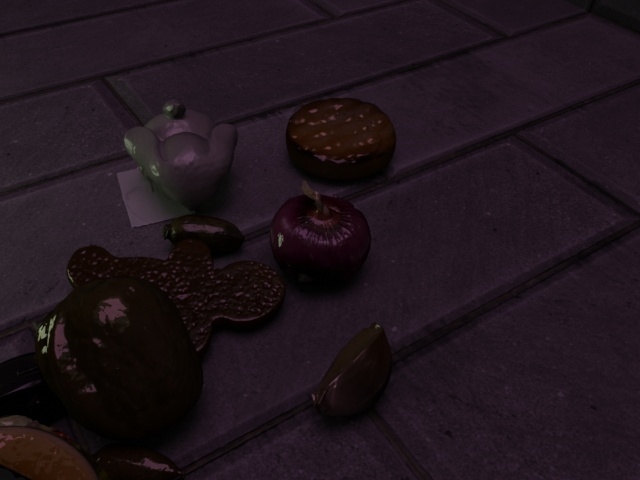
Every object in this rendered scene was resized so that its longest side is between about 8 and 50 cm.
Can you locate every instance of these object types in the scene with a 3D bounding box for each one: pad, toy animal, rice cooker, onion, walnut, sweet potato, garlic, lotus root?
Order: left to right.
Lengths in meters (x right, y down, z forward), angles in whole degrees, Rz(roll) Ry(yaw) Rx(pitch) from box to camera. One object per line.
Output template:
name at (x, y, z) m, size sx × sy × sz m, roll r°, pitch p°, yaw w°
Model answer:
rice cooker at (-0.501, 0.257, 1.059) m, size 0.165 × 0.112 × 0.106 m, roll -27°, pitch 44°, yaw -37°
sweet potato at (-0.334, 0.356, 0.992) m, size 0.269 × 0.075 × 0.075 m, roll -4°, pitch 42°, yaw 8°
walnut at (-0.319, 0.193, 1.021) m, size 0.227 × 0.283 × 0.283 m, roll -27°, pitch 32°, yaw 31°
pad at (-0.406, -0.119, 1.550) m, size 0.156 × 0.004 × 0.232 m, roll -14°, pitch 45°, yaw -17°
toy animal at (-0.320, -0.192, 1.482) m, size 0.271 × 0.206 × 0.265 m, roll -3°, pitch 38°, yaw -14°
lotus root at (-0.255, -0.015, 1.382) m, size 0.179 × 0.089 × 0.081 m, roll 4°, pitch 72°, yaw -8°
onion at (-0.003, 0.007, 1.318) m, size 0.207 × 0.201 × 0.201 m, roll 24°, pitch 36°, yaw -24°
garlic at (0.060, 0.244, 1.105) m, size 0.195 × 0.101 × 0.086 m, roll -43°, pitch 27°, yaw -30°

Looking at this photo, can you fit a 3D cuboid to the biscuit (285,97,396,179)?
biscuit at (0.052, -0.263, 1.657) m, size 0.296 × 0.102 × 0.297 m, roll 1°, pitch 46°, yaw -1°

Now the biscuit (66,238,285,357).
biscuit at (-0.284, 0.121, 1.251) m, size 0.431 × 0.064 × 0.283 m, roll -3°, pitch 50°, yaw -9°

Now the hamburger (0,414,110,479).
hamburger at (-0.422, 0.388, 0.830) m, size 0.301 × 0.170 × 0.302 m, roll 15°, pitch 57°, yaw -24°
